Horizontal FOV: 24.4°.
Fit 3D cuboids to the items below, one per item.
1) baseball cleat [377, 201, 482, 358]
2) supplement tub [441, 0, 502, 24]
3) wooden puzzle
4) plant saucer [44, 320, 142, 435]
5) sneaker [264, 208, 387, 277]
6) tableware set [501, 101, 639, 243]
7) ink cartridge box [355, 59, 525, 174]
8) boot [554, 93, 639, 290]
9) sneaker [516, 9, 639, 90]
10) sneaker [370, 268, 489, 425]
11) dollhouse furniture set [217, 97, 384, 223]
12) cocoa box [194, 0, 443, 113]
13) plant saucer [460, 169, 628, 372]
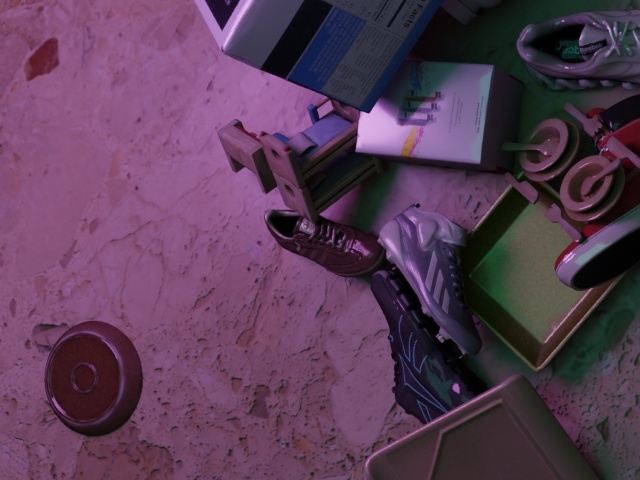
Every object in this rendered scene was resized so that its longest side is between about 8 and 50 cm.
[{"bbox_3d":[0.158,0.042,1.857,0.109,0.072,0.206,-39,75,11],"label":"baseball cleat"},{"bbox_3d":[0.213,-0.387,1.873,0.199,0.144,0.144,-45,70,15],"label":"supplement tub"},{"bbox_3d":[0.208,0.301,1.842,0.239,0.044,0.221,-33,103,17],"label":"wooden puzzle"},{"bbox_3d":[-0.339,0.201,2.153,0.168,0.029,0.168,-1,86,25],"label":"plant saucer"},{"bbox_3d":[0.000,0.000,1.957,0.188,0.071,0.066,12,74,41],"label":"sneaker"},{"bbox_3d":[0.295,-0.092,1.779,0.128,0.039,0.194,-50,35,9],"label":"tableware set"},{"bbox_3d":[0.153,-0.159,1.894,0.176,0.128,0.127,8,90,26],"label":"ink cartridge box"},{"bbox_3d":[0.346,-0.065,1.795,0.244,0.088,0.176,-40,60,-5],"label":"boot"},{"bbox_3d":[0.379,-0.236,1.801,0.292,0.118,0.110,-2,83,24],"label":"sneaker"},{"bbox_3d":[0.126,0.160,1.899,0.106,0.101,0.267,-38,71,20],"label":"sneaker"},{"bbox_3d":[-0.035,-0.140,1.967,0.129,0.129,0.184,-38,44,-19],"label":"dollhouse furniture set"},{"bbox_3d":[-0.020,-0.362,1.845,0.231,0.228,0.347,-57,33,21],"label":"cocoa box"},{"bbox_3d":[0.273,0.037,1.868,0.188,0.045,0.188,44,104,21],"label":"plant saucer"}]
